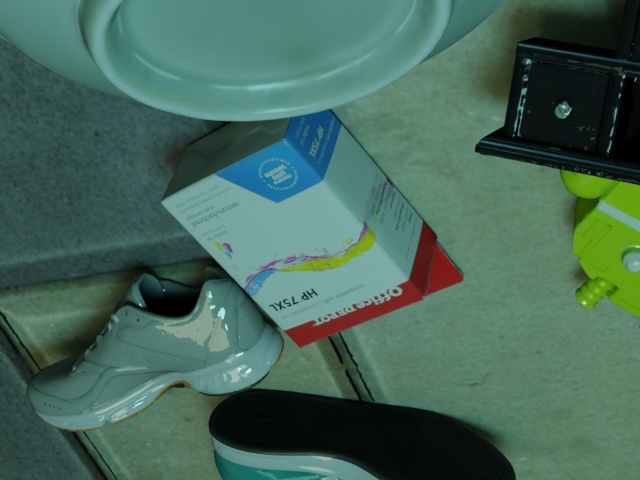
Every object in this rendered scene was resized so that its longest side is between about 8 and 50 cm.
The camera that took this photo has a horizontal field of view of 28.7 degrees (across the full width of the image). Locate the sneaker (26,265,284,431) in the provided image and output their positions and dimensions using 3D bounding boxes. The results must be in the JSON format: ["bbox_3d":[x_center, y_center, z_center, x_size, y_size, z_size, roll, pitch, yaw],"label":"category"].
[{"bbox_3d":[-0.169,0.089,1.152,0.263,0.099,0.121,-18,117,20],"label":"sneaker"}]

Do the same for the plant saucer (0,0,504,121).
[{"bbox_3d":[-0.034,-0.161,0.742,0.401,0.100,0.400,-7,159,-3],"label":"plant saucer"}]

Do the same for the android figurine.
[{"bbox_3d":[0.299,-0.022,0.935,0.248,0.056,0.273,29,131,-10],"label":"android figurine"}]

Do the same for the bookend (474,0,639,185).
[{"bbox_3d":[0.198,-0.123,0.827,0.156,0.072,0.157,14,106,18],"label":"bookend"}]

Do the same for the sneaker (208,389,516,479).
[{"bbox_3d":[0.038,0.258,1.208,0.296,0.123,0.178,11,128,17],"label":"sneaker"}]

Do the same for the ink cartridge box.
[{"bbox_3d":[0.000,0.000,1.023,0.134,0.078,0.231,-24,121,32],"label":"ink cartridge box"}]
